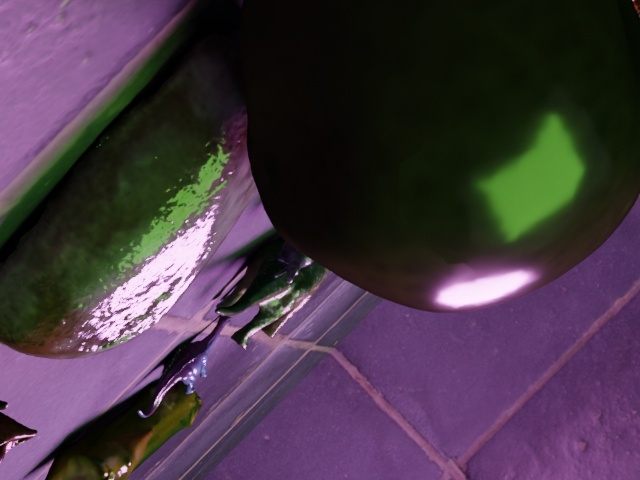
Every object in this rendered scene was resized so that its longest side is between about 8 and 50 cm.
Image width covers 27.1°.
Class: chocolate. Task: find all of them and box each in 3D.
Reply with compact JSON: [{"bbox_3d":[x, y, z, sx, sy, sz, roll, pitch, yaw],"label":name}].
[{"bbox_3d":[-0.123,-0.022,1.008,0.303,0.100,0.185,-50,167,11],"label":"chocolate"}]

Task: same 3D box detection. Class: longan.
[{"bbox_3d":[0.084,-0.105,0.884,0.288,0.288,0.350,-41,136,-25],"label":"longan"}]

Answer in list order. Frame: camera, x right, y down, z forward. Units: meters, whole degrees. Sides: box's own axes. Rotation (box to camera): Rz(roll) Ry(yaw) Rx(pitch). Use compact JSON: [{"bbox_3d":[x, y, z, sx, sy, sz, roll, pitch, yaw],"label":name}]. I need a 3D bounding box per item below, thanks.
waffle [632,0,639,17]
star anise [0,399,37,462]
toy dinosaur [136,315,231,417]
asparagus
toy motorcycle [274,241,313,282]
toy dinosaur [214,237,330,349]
[{"bbox_3d":[0.545,-0.441,1.918,0.324,0.151,0.261,-47,166,-6],"label":"waffle"},{"bbox_3d":[-0.307,0.158,0.929,0.196,0.111,0.212,-51,163,3],"label":"star anise"},{"bbox_3d":[-0.178,0.167,1.745,0.197,0.045,0.080,-47,161,-33],"label":"toy dinosaur"},{"bbox_3d":[-0.237,0.251,1.742,0.085,0.082,0.343,-55,168,31],"label":"asparagus"},{"bbox_3d":[0.033,-0.039,1.491,0.263,0.091,0.157,-2,116,-54],"label":"toy motorcycle"},{"bbox_3d":[0.000,0.000,1.661,0.301,0.087,0.447,-45,178,7],"label":"toy dinosaur"}]
